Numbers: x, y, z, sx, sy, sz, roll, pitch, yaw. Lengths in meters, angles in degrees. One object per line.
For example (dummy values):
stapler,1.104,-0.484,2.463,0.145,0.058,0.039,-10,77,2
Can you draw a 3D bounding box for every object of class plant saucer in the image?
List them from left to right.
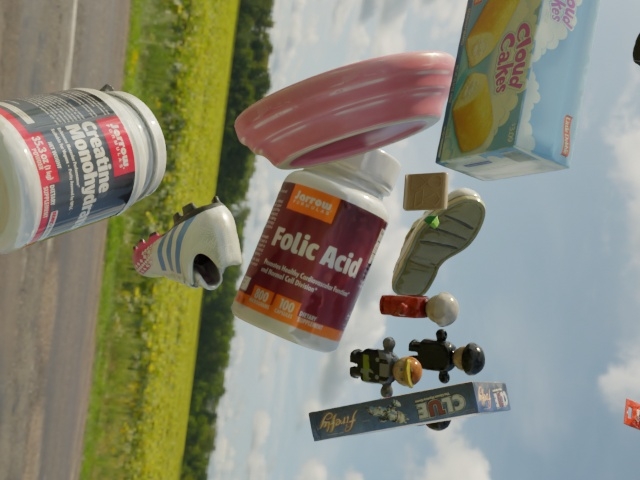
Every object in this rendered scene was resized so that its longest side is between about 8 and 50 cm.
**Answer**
plant saucer,0.044,-0.178,1.109,0.332,0.332,0.084,158,-84,-81

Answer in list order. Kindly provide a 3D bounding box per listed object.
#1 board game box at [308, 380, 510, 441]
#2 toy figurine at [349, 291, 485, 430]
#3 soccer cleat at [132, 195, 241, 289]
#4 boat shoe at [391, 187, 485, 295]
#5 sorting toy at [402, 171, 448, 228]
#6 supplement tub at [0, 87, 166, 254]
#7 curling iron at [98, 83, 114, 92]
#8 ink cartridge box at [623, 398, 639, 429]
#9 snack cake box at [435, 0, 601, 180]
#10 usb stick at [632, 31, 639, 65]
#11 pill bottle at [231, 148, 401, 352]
board game box,0.129,0.243,1.081,0.165,0.243,0.042,20,58,-60
toy figurine,0.173,0.209,1.314,0.209,0.148,0.213,-55,131,-35
soccer cleat,-0.249,0.039,1.379,0.331,0.116,0.143,-31,-100,54
boat shoe,0.225,-0.011,1.524,0.302,0.113,0.103,124,-19,-44
sorting toy,0.147,-0.056,1.065,0.012,0.062,0.083,50,43,-64
supplement tub,-0.364,-0.105,1.037,0.272,0.191,0.191,-30,137,-55
curling iron,-0.434,-0.152,1.260,0.274,0.035,0.068,-58,152,-11
ink cartridge box,0.580,0.304,1.292,0.063,0.115,0.029,-59,164,-47
snack cake box,0.241,-0.214,0.923,0.152,0.089,0.264,-5,-110,64
usb stick,0.713,-0.373,1.516,0.045,0.278,0.077,28,-66,47
pill bottle,0.000,0.000,1.474,0.224,0.224,0.392,-179,-69,-82
